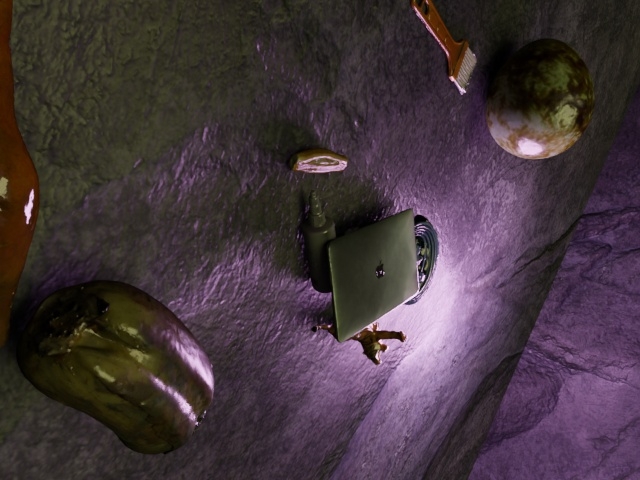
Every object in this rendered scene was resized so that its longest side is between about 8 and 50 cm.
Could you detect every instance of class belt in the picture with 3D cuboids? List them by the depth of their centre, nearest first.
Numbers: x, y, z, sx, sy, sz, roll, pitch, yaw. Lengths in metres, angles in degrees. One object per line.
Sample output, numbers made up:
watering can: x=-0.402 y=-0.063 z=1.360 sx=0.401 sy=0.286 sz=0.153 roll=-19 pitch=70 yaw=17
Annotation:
belt: x=0.183 y=0.038 z=1.184 sx=0.141 sy=0.082 sz=0.190 roll=-6 pitch=108 yaw=-40

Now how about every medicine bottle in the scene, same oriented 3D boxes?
medicine bottle: x=0.000 y=0.000 z=0.956 sx=0.057 sy=0.057 sz=0.199 roll=-37 pitch=133 yaw=-35

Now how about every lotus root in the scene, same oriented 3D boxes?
lotus root: x=-0.228 y=0.154 z=0.662 sx=0.275 sy=0.160 sz=0.152 roll=69 pitch=30 yaw=-45

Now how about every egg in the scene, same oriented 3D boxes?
egg: x=0.517 y=-0.334 z=1.292 sx=0.238 sy=0.238 sz=0.290 roll=34 pitch=73 yaw=-53

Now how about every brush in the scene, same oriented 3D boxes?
brush: x=0.249 y=-0.404 z=1.103 sx=0.314 sy=0.017 sz=0.090 roll=26 pitch=84 yaw=-53

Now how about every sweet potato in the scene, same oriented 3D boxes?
sweet potato: x=-0.311 y=-0.049 z=0.494 sx=0.112 sy=0.112 sz=0.359 roll=-17 pitch=124 yaw=-47

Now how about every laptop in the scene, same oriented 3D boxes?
laptop: x=0.107 y=0.057 z=1.034 sx=0.269 sy=0.015 sz=0.188 roll=-22 pitch=113 yaw=-45

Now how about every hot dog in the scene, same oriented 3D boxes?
hot dog: x=0.000 y=-0.133 z=0.910 sx=0.137 sy=0.028 sz=0.044 roll=-8 pitch=140 yaw=-47

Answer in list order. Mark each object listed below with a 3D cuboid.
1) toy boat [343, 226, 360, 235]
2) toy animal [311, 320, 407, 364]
toy boat: x=0.076 y=0.004 z=1.061 sx=0.140 sy=0.059 sz=0.066 roll=-33 pitch=102 yaw=-40
toy animal: x=0.059 y=0.175 z=1.107 sx=0.116 sy=0.114 sz=0.255 roll=-39 pitch=145 yaw=29
